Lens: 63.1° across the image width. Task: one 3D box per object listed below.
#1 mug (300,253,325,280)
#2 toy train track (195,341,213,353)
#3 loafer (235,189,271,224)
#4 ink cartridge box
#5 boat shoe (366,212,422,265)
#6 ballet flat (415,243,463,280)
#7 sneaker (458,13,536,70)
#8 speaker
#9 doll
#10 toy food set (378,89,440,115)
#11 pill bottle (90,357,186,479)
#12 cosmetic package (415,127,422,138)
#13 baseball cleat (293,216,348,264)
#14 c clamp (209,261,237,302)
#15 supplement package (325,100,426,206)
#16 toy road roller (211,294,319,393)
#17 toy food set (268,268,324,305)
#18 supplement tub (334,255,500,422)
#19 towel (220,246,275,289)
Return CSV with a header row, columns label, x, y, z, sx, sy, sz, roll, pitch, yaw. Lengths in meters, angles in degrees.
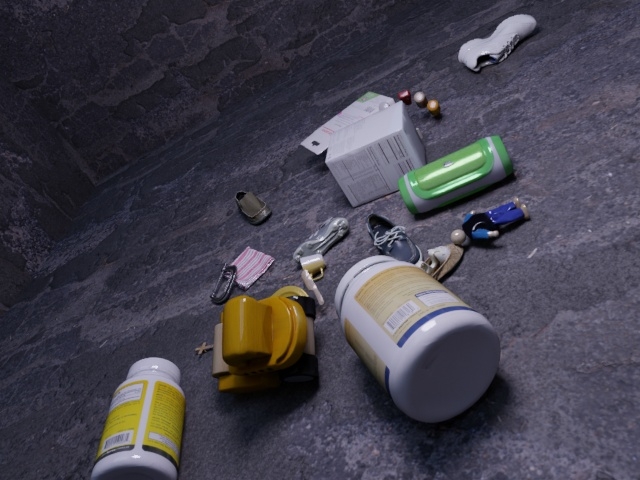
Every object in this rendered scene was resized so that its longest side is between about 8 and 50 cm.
label,x,y,z,sx,sy,sz,roll,pitch,yaw
mug,-0.016,0.077,1.550,0.064,0.078,0.062,-22,0,5
toy train track,-0.334,0.321,1.551,0.083,0.014,0.048,-15,29,20
loafer,-0.276,-0.134,2.035,0.094,0.087,0.251,-44,32,-14
ink cartridge box,0.118,-0.412,2.005,0.353,0.119,0.207,-37,32,-5
boat shoe,0.194,-0.003,1.422,0.095,0.079,0.254,-33,31,3
ballet flat,0.271,0.064,1.270,0.206,0.067,0.073,-46,31,-18
sneaker,0.671,-0.725,1.947,0.297,0.111,0.129,-30,47,16
speaker,0.371,-0.179,1.449,0.296,0.131,0.131,-23,33,18
doll,0.409,-0.041,1.280,0.189,0.046,0.129,-23,31,5
toy food set,0.307,-0.464,1.872,0.232,0.111,0.104,-19,-9,19
pill bottle,-0.434,0.459,1.290,0.187,0.188,0.334,-28,32,11
cosmetic package,0.299,-0.368,1.850,0.060,0.041,0.115,-45,33,-17
baseball cleat,0.000,0.000,1.631,0.205,0.072,0.109,-34,15,-2
c clamp,-0.330,0.140,1.752,0.137,0.022,0.161,-13,51,40
supplement package,0.184,-0.276,1.685,0.262,0.198,0.199,-20,34,23
toy road roller,-0.171,0.236,1.246,0.329,0.240,0.203,-19,60,31
toy food set,-0.080,0.198,1.431,0.218,0.071,0.128,-40,63,2
supplement tub,0.177,0.179,1.050,0.228,0.228,0.316,-38,32,-4
towel,-0.251,0.088,1.770,0.144,0.029,0.197,-45,33,-18
